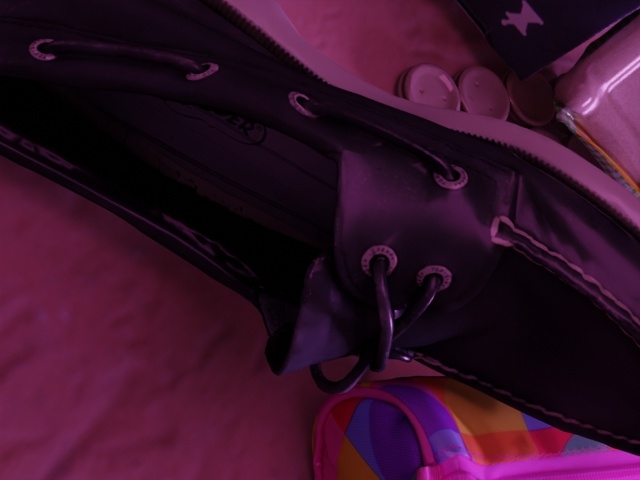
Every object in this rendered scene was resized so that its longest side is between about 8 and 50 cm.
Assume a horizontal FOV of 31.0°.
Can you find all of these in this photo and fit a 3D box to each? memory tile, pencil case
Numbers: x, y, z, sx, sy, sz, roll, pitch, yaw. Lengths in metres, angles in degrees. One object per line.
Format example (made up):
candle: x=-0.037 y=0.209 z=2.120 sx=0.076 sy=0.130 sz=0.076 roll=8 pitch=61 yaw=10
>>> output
memory tile: x=0.108 y=-0.044 z=0.640 sx=0.148 sy=0.012 sz=0.113 roll=-2 pitch=76 yaw=-34
pencil case: x=0.108 y=0.107 z=0.535 sx=0.236 sy=0.104 sz=0.104 roll=-1 pitch=75 yaw=-35

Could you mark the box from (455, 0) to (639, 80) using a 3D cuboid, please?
box: x=0.171 y=-0.341 z=0.654 sx=0.293 sy=0.212 sz=0.395 roll=47 pitch=54 yaw=-10

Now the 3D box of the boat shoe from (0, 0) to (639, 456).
boat shoe: x=0.001 y=-0.003 z=0.438 sx=0.340 sy=0.127 sz=0.113 roll=37 pitch=53 yaw=4

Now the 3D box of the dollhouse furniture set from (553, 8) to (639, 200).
dollhouse furniture set: x=0.277 y=-0.128 z=0.685 sx=0.301 sy=0.151 sz=0.197 roll=-39 pitch=115 yaw=6
